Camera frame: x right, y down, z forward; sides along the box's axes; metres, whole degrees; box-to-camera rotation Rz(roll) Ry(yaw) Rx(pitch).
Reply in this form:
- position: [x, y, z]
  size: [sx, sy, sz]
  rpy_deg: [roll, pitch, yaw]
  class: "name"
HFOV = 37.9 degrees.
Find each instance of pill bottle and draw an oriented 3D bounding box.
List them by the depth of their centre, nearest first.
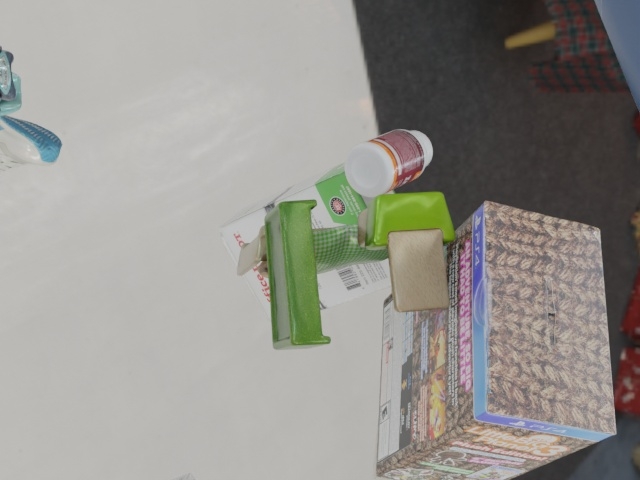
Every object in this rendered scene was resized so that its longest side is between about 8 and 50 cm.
- position: [0.111, -0.125, 1.449]
  size: [0.152, 0.086, 0.086]
  rpy_deg: [-27, 115, -50]
  class: "pill bottle"

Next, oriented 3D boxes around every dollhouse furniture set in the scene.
- position: [0.021, 0.050, 1.112]
  size: [0.197, 0.301, 0.151]
  rpy_deg: [-4, 82, -15]
  class: "dollhouse furniture set"

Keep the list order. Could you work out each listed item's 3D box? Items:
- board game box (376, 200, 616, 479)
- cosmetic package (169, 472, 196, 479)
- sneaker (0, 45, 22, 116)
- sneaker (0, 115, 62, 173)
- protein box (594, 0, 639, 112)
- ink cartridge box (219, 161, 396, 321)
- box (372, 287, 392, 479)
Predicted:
- position: [0.183, 0.133, 1.053]
  size: [0.141, 0.291, 0.232]
  rpy_deg: [12, 62, -14]
  class: "board game box"
- position: [-0.274, 0.415, 1.297]
  size: [0.086, 0.231, 0.117]
  rpy_deg: [63, 17, -9]
  class: "cosmetic package"
- position: [-0.372, -0.183, 0.934]
  size: [0.122, 0.283, 0.110]
  rpy_deg: [4, 88, -5]
  class: "sneaker"
- position: [-0.442, -0.127, 1.277]
  size: [0.087, 0.228, 0.092]
  rpy_deg: [14, 94, -56]
  class: "sneaker"
- position: [0.146, -0.153, 0.233]
  size: [0.135, 0.200, 0.201]
  rpy_deg: [-21, 87, -5]
  class: "protein box"
- position: [0.000, 0.000, 1.614]
  size: [0.211, 0.289, 0.121]
  rpy_deg: [62, 34, -11]
  class: "ink cartridge box"
- position: [0.162, 0.185, 1.317]
  size: [0.121, 0.147, 0.311]
  rpy_deg: [98, 0, -73]
  class: "box"
